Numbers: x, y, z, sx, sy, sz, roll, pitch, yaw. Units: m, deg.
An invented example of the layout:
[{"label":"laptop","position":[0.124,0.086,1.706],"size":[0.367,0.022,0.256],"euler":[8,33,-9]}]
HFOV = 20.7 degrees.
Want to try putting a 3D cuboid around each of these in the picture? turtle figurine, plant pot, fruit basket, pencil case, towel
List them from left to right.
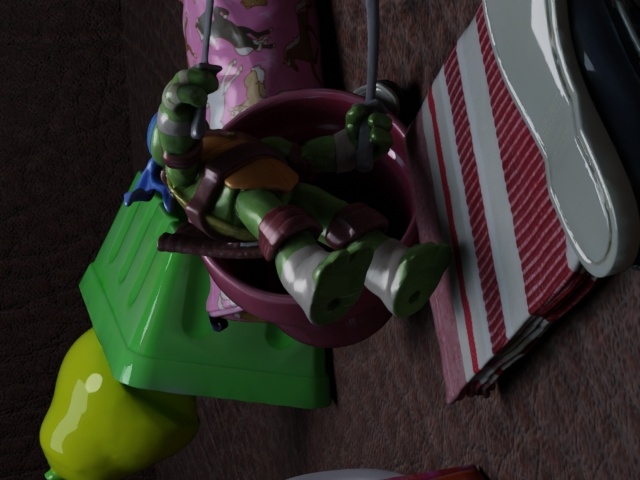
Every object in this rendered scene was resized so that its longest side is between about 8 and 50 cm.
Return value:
[{"label":"fruit basket","position":[-0.163,0.133,2.016],"size":[0.392,0.283,0.392],"euler":[-172,90,-73]},{"label":"pencil case","position":[-0.060,-0.107,1.755],"size":[0.167,0.160,0.386],"euler":[-12,82,35]},{"label":"turtle figurine","position":[-0.016,-0.076,1.309],"size":[0.266,0.274,0.198],"euler":[45,177,33]},{"label":"plant pot","position":[0.000,0.000,1.500],"size":[0.180,0.201,0.201],"euler":[74,-178,-62]},{"label":"towel","position":[0.128,-0.041,1.233],"size":[0.329,0.037,0.237],"euler":[119,145,-66]}]

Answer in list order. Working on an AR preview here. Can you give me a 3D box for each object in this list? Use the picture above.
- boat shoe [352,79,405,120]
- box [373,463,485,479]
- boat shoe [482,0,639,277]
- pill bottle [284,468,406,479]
[{"label":"boat shoe","position":[0.052,-0.114,1.516],"size":[0.046,0.038,0.125],"euler":[45,159,8]},{"label":"box","position":[0.084,0.322,1.391],"size":[0.122,0.128,0.257],"euler":[-128,33,-66]},{"label":"boat shoe","position":[0.156,-0.100,0.978],"size":[0.095,0.079,0.254],"euler":[108,150,-56]},{"label":"pill bottle","position":[0.029,0.363,1.577],"size":[0.161,0.161,0.283],"euler":[-145,49,-73]}]
